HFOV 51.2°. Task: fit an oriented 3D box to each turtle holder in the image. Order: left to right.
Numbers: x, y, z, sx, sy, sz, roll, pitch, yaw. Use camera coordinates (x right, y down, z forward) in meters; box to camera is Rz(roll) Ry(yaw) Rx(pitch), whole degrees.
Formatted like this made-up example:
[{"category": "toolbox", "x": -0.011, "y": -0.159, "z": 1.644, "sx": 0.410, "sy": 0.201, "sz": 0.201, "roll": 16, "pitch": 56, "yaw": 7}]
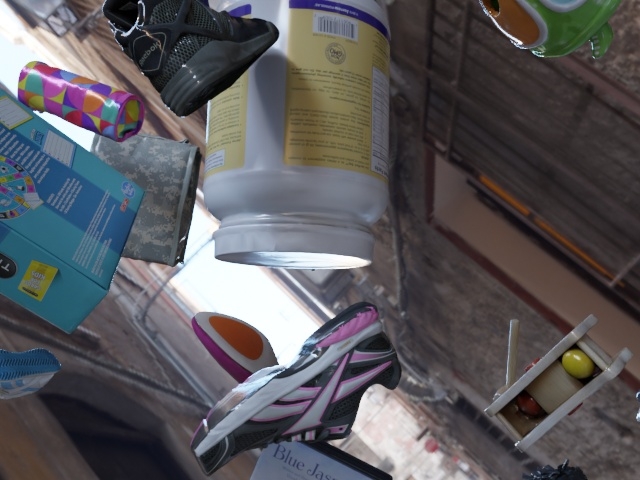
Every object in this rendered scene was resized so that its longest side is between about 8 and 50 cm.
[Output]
[{"category": "turtle holder", "x": 0.392, "y": -0.467, "z": 1.073, "sx": 0.228, "sy": 0.243, "sz": 0.320, "roll": 19, "pitch": -51, "yaw": -20}]

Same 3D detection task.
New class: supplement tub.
[{"category": "supplement tub", "x": -0.029, "y": -0.137, "z": 0.872, "sx": 0.241, "sy": 0.241, "sz": 0.331, "roll": 20, "pitch": -109, "yaw": -67}]

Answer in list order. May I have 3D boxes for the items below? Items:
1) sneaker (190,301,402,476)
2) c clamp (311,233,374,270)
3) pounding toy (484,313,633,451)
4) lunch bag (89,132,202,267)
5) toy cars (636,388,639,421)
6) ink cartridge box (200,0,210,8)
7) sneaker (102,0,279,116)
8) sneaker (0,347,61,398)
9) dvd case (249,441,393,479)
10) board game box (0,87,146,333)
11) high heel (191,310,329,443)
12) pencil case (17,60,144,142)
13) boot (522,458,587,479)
[{"category": "sneaker", "x": -0.012, "y": 0.125, "z": 0.501, "sx": 0.178, "sy": 0.077, "sz": 0.072, "roll": -34, "pitch": 2, "yaw": -6}, {"category": "c clamp", "x": 0.000, "y": 0.000, "z": 1.284, "sx": 0.161, "sy": 0.137, "sz": 0.022, "roll": -43, "pitch": -23, "yaw": -18}, {"category": "pounding toy", "x": 0.306, "y": 0.195, "z": 0.981, "sx": 0.154, "sy": 0.155, "sz": 0.269, "roll": -27, "pitch": -24, "yaw": -36}, {"category": "lunch bag", "x": -0.407, "y": -0.103, "z": 1.514, "sx": 0.169, "sy": 0.235, "sz": 0.286, "roll": -128, "pitch": 49, "yaw": -87}, {"category": "toy cars", "x": 0.568, "y": 0.284, "z": 1.032, "sx": 0.393, "sy": 0.087, "sz": 0.176, "roll": -60, "pitch": -13, "yaw": -49}, {"category": "ink cartridge box", "x": -0.330, "y": -0.543, "z": 1.291, "sx": 0.069, "sy": 0.175, "sz": 0.371, "roll": -28, "pitch": -28, "yaw": 27}, {"category": "sneaker", "x": -0.121, "y": -0.209, "z": 0.653, "sx": 0.087, "sy": 0.130, "sz": 0.227, "roll": -37, "pitch": 10, "yaw": 30}, {"category": "sneaker", "x": -0.616, "y": 0.266, "z": 1.299, "sx": 0.092, "sy": 0.087, "sz": 0.229, "roll": -47, "pitch": -25, "yaw": 9}, {"category": "dvd case", "x": -0.024, "y": 0.393, "z": 0.966, "sx": 0.253, "sy": 0.180, "sz": 0.022, "roll": -68, "pitch": -8, "yaw": 24}, {"category": "board game box", "x": -0.377, "y": -0.076, "z": 0.757, "sx": 0.079, "sy": 0.336, "sz": 0.253, "roll": -45, "pitch": 23, "yaw": 18}, {"category": "high heel", "x": -0.133, "y": 0.302, "z": 1.330, "sx": 0.181, "sy": 0.377, "sz": 0.127, "roll": -48, "pitch": 3, "yaw": 28}, {"category": "pencil case", "x": -0.450, "y": -0.259, "z": 1.253, "sx": 0.104, "sy": 0.236, "sz": 0.104, "roll": 21, "pitch": -90, "yaw": -77}, {"category": "boot", "x": 0.213, "y": 0.268, "z": 0.609, "sx": 0.099, "sy": 0.121, "sz": 0.045, "roll": 2, "pitch": -17, "yaw": -40}]
